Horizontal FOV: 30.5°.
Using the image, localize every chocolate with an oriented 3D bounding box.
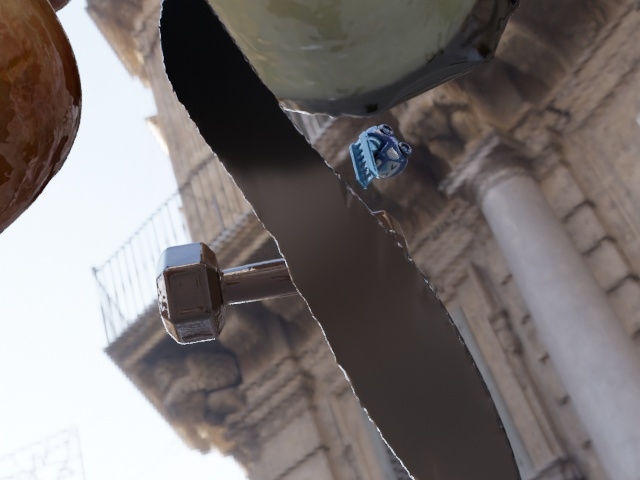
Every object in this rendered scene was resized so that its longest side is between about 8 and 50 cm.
[{"bbox_3d":[0.011,-0.318,1.122,0.326,0.314,0.297,-23,-30,-11],"label":"chocolate"}]

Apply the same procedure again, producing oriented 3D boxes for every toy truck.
[{"bbox_3d":[0.071,-0.107,1.546,0.073,0.090,0.056,46,-50,1],"label":"toy truck"}]

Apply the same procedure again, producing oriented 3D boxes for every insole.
[{"bbox_3d":[0.000,0.000,0.539,0.007,0.322,0.109,-19,-30,-27],"label":"insole"}]

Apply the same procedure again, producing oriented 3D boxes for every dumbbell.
[{"bbox_3d":[-0.032,0.033,1.070,0.231,0.092,0.082,-9,-1,-2],"label":"dumbbell"}]

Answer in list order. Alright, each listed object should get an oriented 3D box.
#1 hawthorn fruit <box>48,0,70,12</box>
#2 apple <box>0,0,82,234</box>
[{"bbox_3d":[-0.301,-0.319,1.218,0.157,0.194,0.157,5,-54,6],"label":"hawthorn fruit"},{"bbox_3d":[-0.273,-0.086,0.696,0.253,0.253,0.253,-11,-43,-10],"label":"apple"}]
